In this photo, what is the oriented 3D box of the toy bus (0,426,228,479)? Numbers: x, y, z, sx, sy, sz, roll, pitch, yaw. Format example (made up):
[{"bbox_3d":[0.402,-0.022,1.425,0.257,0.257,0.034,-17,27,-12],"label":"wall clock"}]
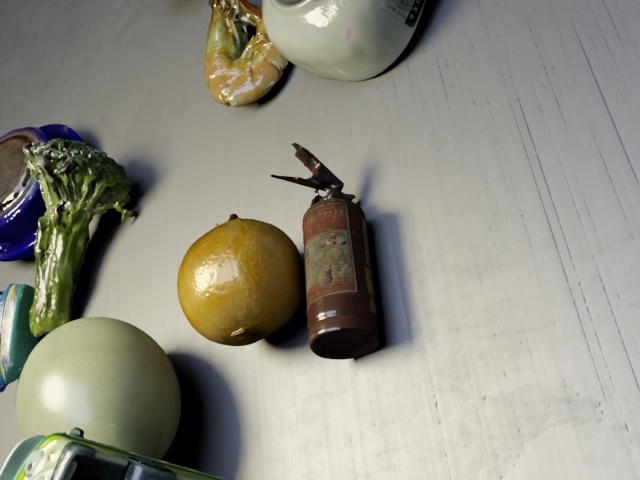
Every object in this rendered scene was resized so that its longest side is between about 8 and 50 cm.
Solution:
[{"bbox_3d":[-0.179,0.274,0.782,0.164,0.276,0.134,4,68,46],"label":"toy bus"}]

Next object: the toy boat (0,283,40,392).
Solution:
[{"bbox_3d":[-0.499,0.157,1.259,0.110,0.091,0.175,-7,66,17],"label":"toy boat"}]

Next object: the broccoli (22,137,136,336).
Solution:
[{"bbox_3d":[-0.393,-0.004,1.230,0.164,0.145,0.304,5,86,35],"label":"broccoli"}]

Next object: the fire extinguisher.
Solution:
[{"bbox_3d":[0.008,-0.002,0.894,0.075,0.106,0.252,-26,52,31],"label":"fire extinguisher"}]

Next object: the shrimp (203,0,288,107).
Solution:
[{"bbox_3d":[-0.118,-0.305,1.214,0.145,0.061,0.267,-29,47,15],"label":"shrimp"}]

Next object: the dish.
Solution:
[{"bbox_3d":[0.015,-0.336,1.036,0.256,0.117,0.256,-13,71,42],"label":"dish"}]

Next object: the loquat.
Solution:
[{"bbox_3d":[-0.091,0.047,0.931,0.163,0.137,0.163,-26,56,46],"label":"loquat"}]

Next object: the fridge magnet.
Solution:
[{"bbox_3d":[-0.512,-0.090,1.391,0.265,0.112,0.266,-14,59,25],"label":"fridge magnet"}]

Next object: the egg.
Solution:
[{"bbox_3d":[-0.261,0.190,0.958,0.187,0.186,0.253,-56,28,1],"label":"egg"}]
